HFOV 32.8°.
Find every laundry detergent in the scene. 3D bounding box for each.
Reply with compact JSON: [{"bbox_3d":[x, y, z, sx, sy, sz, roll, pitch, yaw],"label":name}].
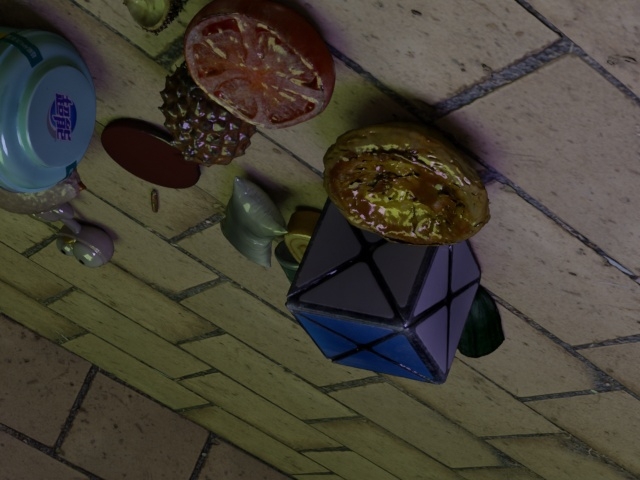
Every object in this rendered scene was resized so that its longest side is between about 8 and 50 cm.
[{"bbox_3d":[-0.023,0.081,2.310,0.099,0.070,0.226,6,150,21],"label":"laundry detergent"},{"bbox_3d":[-0.569,-0.237,1.907,0.305,0.287,0.287,12,153,26],"label":"laundry detergent"}]

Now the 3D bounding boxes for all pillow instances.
[{"bbox_3d":[-0.130,-0.031,2.141,0.144,0.078,0.254,50,159,7],"label":"pillow"}]

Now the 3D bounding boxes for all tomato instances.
[{"bbox_3d":[-0.083,-0.275,1.618,0.236,0.095,0.237,18,147,12],"label":"tomato"}]

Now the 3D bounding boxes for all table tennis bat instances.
[{"bbox_3d":[-0.304,-0.164,2.111,0.310,0.038,0.200,1,147,41],"label":"table tennis bat"}]

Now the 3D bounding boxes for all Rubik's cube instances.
[{"bbox_3d":[0.122,0.082,1.970,0.259,0.255,0.260,9,154,25],"label":"Rubik's cube"}]

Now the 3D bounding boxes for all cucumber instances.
[{"bbox_3d":[0.301,0.161,2.197,0.115,0.063,0.244,12,151,23],"label":"cucumber"}]

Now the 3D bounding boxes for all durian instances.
[{"bbox_3d":[-0.260,-0.353,1.678,0.130,0.052,0.066,9,154,44],"label":"durian"}]

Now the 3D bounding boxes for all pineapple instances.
[{"bbox_3d":[-0.187,-0.220,1.765,0.166,0.166,0.193,15,145,20],"label":"pineapple"}]

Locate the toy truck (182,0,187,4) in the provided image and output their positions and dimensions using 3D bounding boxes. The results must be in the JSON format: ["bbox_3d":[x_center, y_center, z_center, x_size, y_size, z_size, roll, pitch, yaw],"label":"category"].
[{"bbox_3d":[-0.221,-0.383,1.616,0.083,0.024,0.032,42,172,-31],"label":"toy truck"}]

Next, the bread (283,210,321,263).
[{"bbox_3d":[0.000,0.000,2.135,0.122,0.073,0.149,6,149,24],"label":"bread"}]

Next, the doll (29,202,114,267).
[{"bbox_3d":[-0.604,-0.040,2.560,0.160,0.094,0.365,12,152,31],"label":"doll"}]

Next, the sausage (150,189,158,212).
[{"bbox_3d":[-0.357,-0.084,2.344,0.015,0.015,0.100,23,155,3],"label":"sausage"}]

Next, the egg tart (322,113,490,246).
[{"bbox_3d":[0.144,-0.100,1.740,0.290,0.115,0.290,17,151,10],"label":"egg tart"}]

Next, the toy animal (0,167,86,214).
[{"bbox_3d":[-0.620,-0.160,2.209,0.358,0.188,0.226,29,150,19],"label":"toy animal"}]
